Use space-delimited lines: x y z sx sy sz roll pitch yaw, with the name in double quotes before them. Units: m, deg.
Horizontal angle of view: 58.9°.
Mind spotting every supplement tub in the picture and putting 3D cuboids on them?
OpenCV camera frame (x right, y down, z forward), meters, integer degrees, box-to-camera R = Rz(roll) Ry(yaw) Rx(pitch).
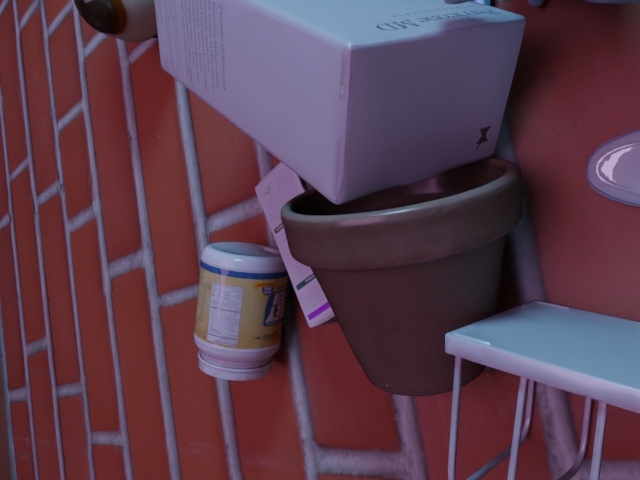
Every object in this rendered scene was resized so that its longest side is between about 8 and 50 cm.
"supplement tub" -0.130 0.111 0.927 0.144 0.144 0.200 15 102 43

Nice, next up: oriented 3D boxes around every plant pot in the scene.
"plant pot" 0.107 0.042 0.656 0.263 0.263 0.230 2 111 44

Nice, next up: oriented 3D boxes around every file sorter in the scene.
"file sorter" 0.276 0.178 0.508 0.277 0.192 0.173 11 102 43

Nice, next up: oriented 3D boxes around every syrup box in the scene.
"syrup box" 0.000 0.000 0.832 0.096 0.093 0.237 -37 67 38

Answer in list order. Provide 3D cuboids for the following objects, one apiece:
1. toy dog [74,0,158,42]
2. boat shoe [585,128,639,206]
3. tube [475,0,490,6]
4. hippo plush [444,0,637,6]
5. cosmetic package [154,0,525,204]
"toy dog" -0.337 -0.581 1.056 0.395 0.284 0.408 27 113 1
"boat shoe" 0.349 -0.071 0.506 0.226 0.075 0.083 3 93 44
"tube" 0.128 -0.327 0.735 0.207 0.052 0.080 18 120 38
"hippo plush" 0.226 -0.324 0.504 0.294 0.237 0.235 14 122 -1
"cosmetic package" -0.016 -0.236 0.694 0.453 0.230 0.162 41 140 41
